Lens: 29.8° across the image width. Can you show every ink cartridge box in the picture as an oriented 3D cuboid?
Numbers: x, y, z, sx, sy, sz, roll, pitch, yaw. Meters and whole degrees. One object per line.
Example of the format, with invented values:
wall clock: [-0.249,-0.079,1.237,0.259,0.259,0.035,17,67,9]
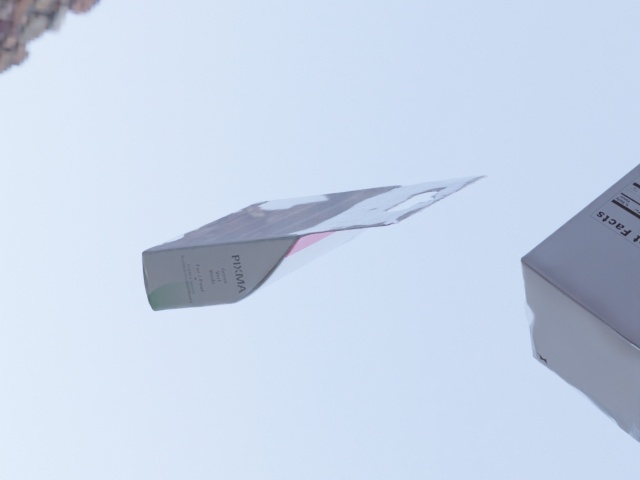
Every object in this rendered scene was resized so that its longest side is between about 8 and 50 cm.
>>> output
ink cartridge box: [0.000,0.000,0.944,0.225,0.181,0.056,-4,-78,31]

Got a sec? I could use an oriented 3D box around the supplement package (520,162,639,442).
supplement package: [0.374,0.034,1.239,0.175,0.293,0.177,40,-20,37]
